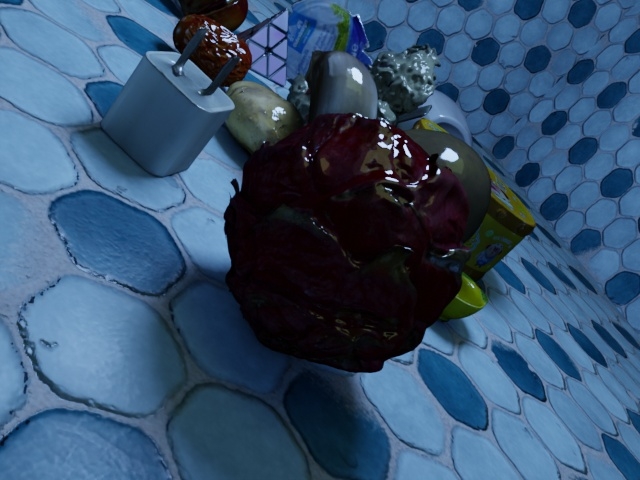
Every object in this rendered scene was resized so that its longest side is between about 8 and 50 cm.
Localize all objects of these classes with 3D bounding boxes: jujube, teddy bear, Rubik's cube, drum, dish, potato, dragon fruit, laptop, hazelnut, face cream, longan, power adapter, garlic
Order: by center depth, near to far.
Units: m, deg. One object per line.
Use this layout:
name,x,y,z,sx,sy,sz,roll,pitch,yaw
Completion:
dragon fruit,0.028,0.006,0.750,0.329,0.329,0.329,35,24,-18
power adapter,-0.205,-0.214,0.885,0.130,0.205,0.125,45,23,1
garlic,0.031,-0.231,1.166,0.132,0.279,0.325,-2,71,-5
potato,-0.110,-0.240,1.181,0.161,0.128,0.235,32,20,-26
dish,0.254,0.110,1.222,0.208,0.080,0.149,16,31,-44
longan,0.206,-0.096,1.243,0.297,0.297,0.297,35,24,-18
jujube,-0.234,-0.409,1.289,0.176,0.109,0.112,31,57,-24
teddy bear,0.112,-0.352,1.440,0.224,0.367,0.357,36,24,-30
hazelnut,-0.286,-0.625,1.530,0.178,0.178,0.204,-93,159,-59
drum,0.344,-0.110,1.577,0.431,0.214,0.431,34,24,-18
Rubik's cube,-0.162,-0.480,1.627,0.178,0.211,0.190,55,50,-24
laptop,0.172,-0.326,1.656,0.187,0.269,0.015,-53,129,-67
face cream,0.377,-0.360,2.013,0.357,0.219,0.312,-100,165,-65

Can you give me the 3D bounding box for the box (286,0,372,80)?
box,0.041,-0.576,1.803,0.291,0.262,0.206,25,17,7
